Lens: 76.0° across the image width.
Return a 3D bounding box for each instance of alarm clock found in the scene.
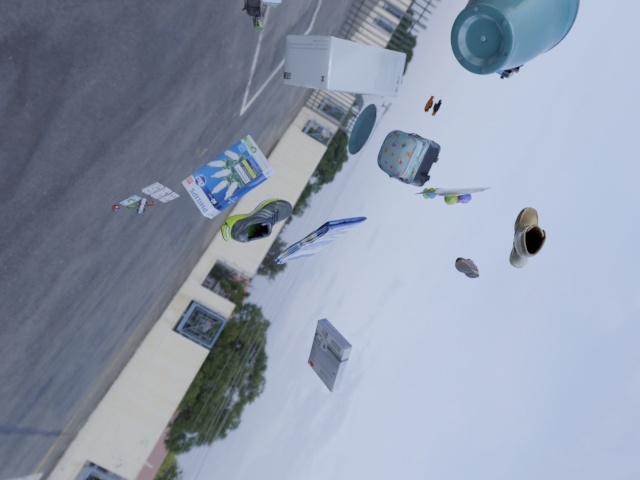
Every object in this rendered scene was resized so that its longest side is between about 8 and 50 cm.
[{"bbox_3d":[-0.198,-0.780,1.273,0.129,0.064,0.192,103,-3,-70],"label":"alarm clock"}]

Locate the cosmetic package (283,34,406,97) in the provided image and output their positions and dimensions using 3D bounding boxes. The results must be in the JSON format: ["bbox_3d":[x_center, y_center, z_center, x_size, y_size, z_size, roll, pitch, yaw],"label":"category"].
[{"bbox_3d":[0.085,-0.579,1.377,0.384,0.217,0.156,-14,120,-46],"label":"cosmetic package"}]

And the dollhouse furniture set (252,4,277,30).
[{"bbox_3d":[-0.218,-0.921,1.642,0.076,0.059,0.151,-1,160,-46],"label":"dollhouse furniture set"}]

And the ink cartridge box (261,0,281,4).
[{"bbox_3d":[-0.158,-0.823,0.994,0.071,0.324,0.330,-18,151,-38],"label":"ink cartridge box"}]

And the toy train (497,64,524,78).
[{"bbox_3d":[0.608,-0.630,1.411,0.080,0.184,0.105,-61,178,-37],"label":"toy train"}]

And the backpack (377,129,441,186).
[{"bbox_3d":[0.278,-0.283,1.376,0.188,0.144,0.166,40,-65,48],"label":"backpack"}]

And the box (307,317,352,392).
[{"bbox_3d":[0.026,0.368,1.316,0.145,0.038,0.186,40,-54,43],"label":"box"}]

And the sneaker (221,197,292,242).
[{"bbox_3d":[-0.202,-0.062,1.470,0.299,0.121,0.111,-34,132,-38],"label":"sneaker"}]

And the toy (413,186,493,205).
[{"bbox_3d":[0.463,-0.155,1.439,0.237,0.136,0.056,14,-65,53],"label":"toy"}]

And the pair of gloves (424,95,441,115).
[{"bbox_3d":[0.485,-0.582,1.768,0.083,0.010,0.074,49,-60,46],"label":"pair of gloves"}]

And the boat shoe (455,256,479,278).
[{"bbox_3d":[0.647,0.111,1.814,0.064,0.178,0.060,-18,-126,40],"label":"boat shoe"}]

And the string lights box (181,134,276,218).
[{"bbox_3d":[-0.287,-0.199,1.296,0.259,0.133,0.077,-35,174,0],"label":"string lights box"}]

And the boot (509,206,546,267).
[{"bbox_3d":[0.823,-0.037,1.610,0.203,0.095,0.262,58,52,-70],"label":"boot"}]

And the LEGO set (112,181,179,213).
[{"bbox_3d":[-0.759,-0.182,1.754,0.244,0.060,0.182,-25,168,4],"label":"LEGO set"}]

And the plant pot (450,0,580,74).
[{"bbox_3d":[0.501,-0.587,1.108,0.255,0.272,0.271,-40,177,-25],"label":"plant pot"}]

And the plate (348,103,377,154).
[{"bbox_3d":[0.155,-0.388,1.446,0.188,0.024,0.188,-52,-151,43],"label":"plate"}]

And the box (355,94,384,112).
[{"bbox_3d":[0.218,-0.640,1.823,0.087,0.101,0.102,131,-55,-79],"label":"box"}]

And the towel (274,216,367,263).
[{"bbox_3d":[0.000,0.000,1.373,0.209,0.034,0.285,-12,164,-48],"label":"towel"}]
